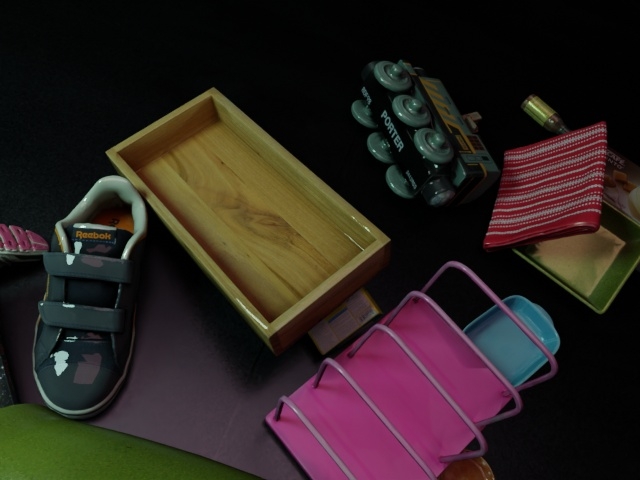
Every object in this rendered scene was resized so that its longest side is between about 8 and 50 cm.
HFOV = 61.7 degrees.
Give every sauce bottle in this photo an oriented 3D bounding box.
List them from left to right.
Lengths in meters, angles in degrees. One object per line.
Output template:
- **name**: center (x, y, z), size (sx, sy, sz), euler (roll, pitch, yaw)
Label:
- **sauce bottle**: center (0.499, -0.267, 1.175), size (0.042, 0.042, 0.128), euler (-33, 74, -30)

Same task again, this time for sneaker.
- **sneaker**: center (-0.460, 0.026, 0.719), size (0.171, 0.074, 0.063), euler (-7, 39, -44)
- **sneaker**: center (-0.300, 0.059, 0.700), size (0.126, 0.127, 0.320), euler (5, 58, -14)

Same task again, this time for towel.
- **towel**: center (0.403, -0.098, 0.960), size (0.031, 0.199, 0.274), euler (47, 49, -27)

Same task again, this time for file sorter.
- **file sorter**: center (0.110, 0.192, 0.667), size (0.291, 0.182, 0.202), euler (-35, 73, -23)

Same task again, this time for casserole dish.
- **casserole dish**: center (0.292, 0.163, 0.845), size (0.188, 0.037, 0.114), euler (-27, 68, -29)

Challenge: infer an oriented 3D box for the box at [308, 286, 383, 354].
- **box**: center (-0.002, 0.067, 0.795), size (0.105, 0.043, 0.179), euler (-38, 72, 7)

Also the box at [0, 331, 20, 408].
- **box**: center (-0.456, 0.127, 0.609), size (0.159, 0.044, 0.232), euler (-16, 86, -23)

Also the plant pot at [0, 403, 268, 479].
- **plant pot**: center (-0.189, 0.325, 0.450), size (0.353, 0.366, 0.366), euler (24, 54, 15)

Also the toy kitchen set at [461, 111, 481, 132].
- **toy kitchen set**: center (0.312, -0.225, 1.079), size (0.075, 0.068, 0.083), euler (-18, 65, -25)

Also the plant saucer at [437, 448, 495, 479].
- **plant saucer**: center (0.196, 0.327, 0.727), size (0.084, 0.013, 0.083), euler (7, 57, -10)

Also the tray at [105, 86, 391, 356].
- **tray**: center (-0.116, -0.049, 0.781), size (0.203, 0.076, 0.411), euler (-37, 62, -18)

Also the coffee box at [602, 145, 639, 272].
- **coffee box**: center (0.570, -0.072, 1.033), size (0.247, 0.098, 0.141), euler (39, 57, 11)

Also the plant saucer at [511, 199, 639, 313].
- **plant saucer**: center (0.462, 0.009, 0.960), size (0.188, 0.045, 0.188), euler (39, 76, 11)

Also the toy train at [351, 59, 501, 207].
- **toy train**: center (0.191, -0.203, 1.002), size (0.190, 0.142, 0.333), euler (-3, 56, -31)
